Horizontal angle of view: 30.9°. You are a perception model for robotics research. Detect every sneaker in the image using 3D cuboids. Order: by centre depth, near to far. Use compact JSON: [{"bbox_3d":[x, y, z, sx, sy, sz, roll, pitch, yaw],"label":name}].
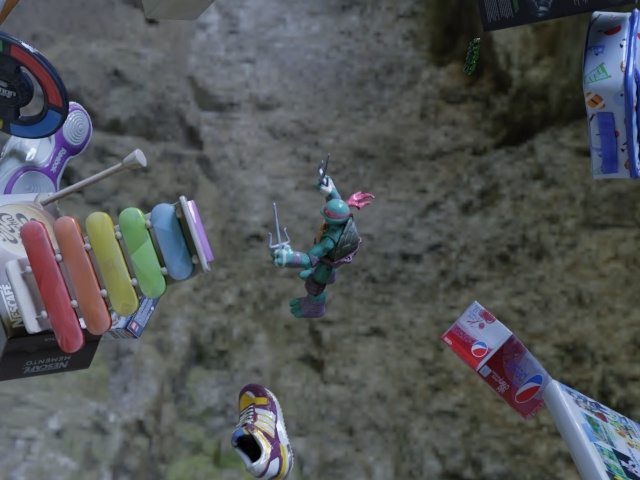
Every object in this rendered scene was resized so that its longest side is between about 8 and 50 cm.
[{"bbox_3d":[-0.104,0.292,1.818,0.069,0.084,0.185,-49,-137,22],"label":"sneaker"},{"bbox_3d":[-0.542,-0.126,2.145,0.114,0.152,0.305,55,48,-32],"label":"sneaker"}]

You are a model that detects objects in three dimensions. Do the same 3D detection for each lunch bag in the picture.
[{"bbox_3d":[0.554,-0.260,2.166,0.303,0.115,0.243,66,30,-49],"label":"lunch bag"}]

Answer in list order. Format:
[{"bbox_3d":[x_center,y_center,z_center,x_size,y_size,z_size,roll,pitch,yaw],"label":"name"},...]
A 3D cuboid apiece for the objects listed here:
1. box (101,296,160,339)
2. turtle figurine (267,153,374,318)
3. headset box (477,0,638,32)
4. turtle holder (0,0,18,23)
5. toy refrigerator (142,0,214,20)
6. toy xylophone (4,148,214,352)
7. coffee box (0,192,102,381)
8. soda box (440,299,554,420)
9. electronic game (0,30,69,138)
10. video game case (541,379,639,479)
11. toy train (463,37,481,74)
[{"bbox_3d":[-0.350,0.095,2.219,0.036,0.114,0.207,47,53,-35],"label":"box"},{"bbox_3d":[0.000,0.000,1.715,0.175,0.118,0.234,-47,155,-40],"label":"turtle figurine"},{"bbox_3d":[0.434,-0.463,1.998,0.246,0.283,0.131,-38,118,-59],"label":"headset box"},{"bbox_3d":[-0.487,-0.344,1.348,0.320,0.243,0.227,-8,96,-45],"label":"turtle holder"},{"bbox_3d":[-0.206,-0.475,1.962,0.269,0.102,0.094,-28,-109,54],"label":"toy refrigerator"},{"bbox_3d":[-0.318,0.010,1.718,0.236,0.322,0.081,63,13,4],"label":"toy xylophone"},{"bbox_3d":[-0.486,0.070,1.899,0.297,0.168,0.119,62,-40,31],"label":"coffee box"},{"bbox_3d":[0.289,0.196,1.842,0.083,0.092,0.263,-47,142,-1],"label":"soda box"},{"bbox_3d":[-0.543,-0.269,2.017,0.229,0.229,0.048,88,21,-45],"label":"electronic game"},{"bbox_3d":[0.464,0.344,1.563,0.036,0.300,0.329,-56,-162,19],"label":"video game case"},{"bbox_3d":[0.275,-0.333,2.090,0.024,0.017,0.083,-42,158,-28],"label":"toy train"}]
